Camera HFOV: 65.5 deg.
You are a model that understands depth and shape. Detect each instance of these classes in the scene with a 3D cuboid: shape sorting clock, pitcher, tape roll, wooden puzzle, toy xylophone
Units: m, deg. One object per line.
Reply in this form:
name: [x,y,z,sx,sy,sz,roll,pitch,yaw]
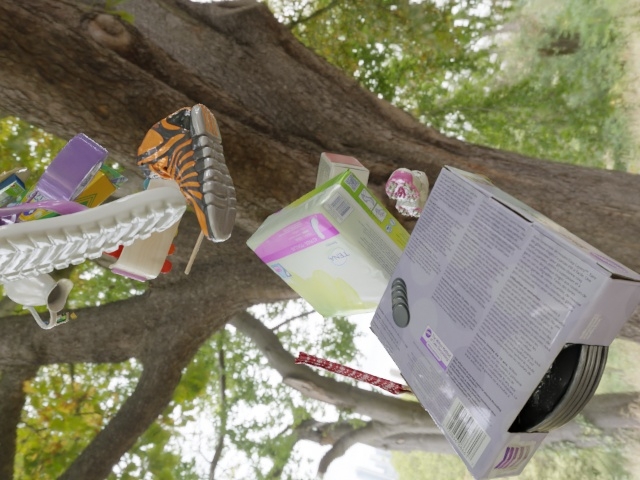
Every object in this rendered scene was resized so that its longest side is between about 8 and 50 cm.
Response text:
shape sorting clock: [-0.823,-0.117,1.252,0.040,0.206,0.206,53,-152,-10]
pitcher: [-0.933,0.184,1.629,0.125,0.207,0.177,23,-98,-72]
tape roll: [-0.631,-0.176,1.270,0.189,0.080,0.189,-46,20,22]
wooden puzzle: [-0.975,0.294,1.858,0.117,0.079,0.014,-22,-63,-24]
toy xylophone: [-0.446,-0.029,1.390,0.236,0.081,0.322,33,-103,-33]

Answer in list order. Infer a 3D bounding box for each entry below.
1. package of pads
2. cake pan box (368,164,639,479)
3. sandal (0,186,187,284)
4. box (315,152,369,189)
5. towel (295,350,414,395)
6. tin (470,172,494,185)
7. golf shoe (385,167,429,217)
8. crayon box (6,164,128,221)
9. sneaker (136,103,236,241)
package of pads: [0.026,0.028,0.856,0.101,0.229,0.297,-52,15,-28]
cake pan box: [0.174,0.077,0.545,0.267,0.070,0.245,53,130,55]
sandal: [-0.416,-0.023,0.774,0.417,0.102,0.169,-19,-15,-40]
box: [0.068,-0.203,1.704,0.232,0.127,0.148,-114,32,-67]
towel: [0.092,0.330,1.209,0.199,0.275,0.031,40,-115,-60]
tin: [0.490,-0.170,1.665,0.040,0.190,0.106,129,131,-71]
golf shoe: [0.289,-0.181,1.617,0.306,0.116,0.140,46,-119,-66]
crayon box: [-0.826,-0.157,1.631,0.323,0.203,0.083,-48,-32,-22]
sneaker: [-0.303,-0.135,1.123,0.125,0.180,0.320,31,-136,-70]
